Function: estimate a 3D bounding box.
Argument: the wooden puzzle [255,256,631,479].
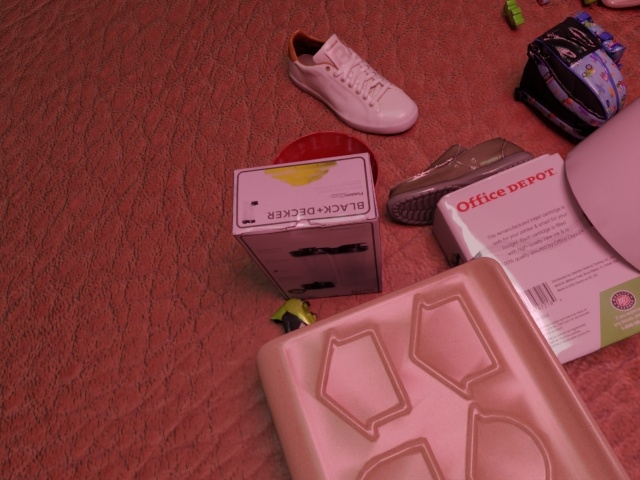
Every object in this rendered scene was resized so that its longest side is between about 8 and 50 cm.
[{"bbox_3d":[0.127,0.223,0.565,0.347,0.080,0.322,-22,65,-2],"label":"wooden puzzle"}]

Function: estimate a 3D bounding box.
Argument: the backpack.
[{"bbox_3d":[0.425,-0.257,0.754,0.116,0.158,0.173,-35,69,2],"label":"backpack"}]

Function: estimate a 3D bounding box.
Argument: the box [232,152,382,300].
[{"bbox_3d":[0.000,0.000,0.646,0.169,0.290,0.087,-7,67,7],"label":"box"}]

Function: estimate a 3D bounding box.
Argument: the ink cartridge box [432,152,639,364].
[{"bbox_3d":[0.314,0.037,0.674,0.198,0.115,0.273,-22,67,0],"label":"ink cartridge box"}]

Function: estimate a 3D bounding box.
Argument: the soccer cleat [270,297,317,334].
[{"bbox_3d":[-0.013,0.170,0.710,0.072,0.060,0.179,-39,60,3],"label":"soccer cleat"}]

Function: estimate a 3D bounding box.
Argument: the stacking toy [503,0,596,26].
[{"bbox_3d":[0.429,-0.531,0.928,0.166,0.052,0.221,-17,68,4],"label":"stacking toy"}]

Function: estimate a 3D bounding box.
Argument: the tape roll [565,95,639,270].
[{"bbox_3d":[0.483,-0.083,0.609,0.245,0.169,0.246,16,51,-21],"label":"tape roll"}]

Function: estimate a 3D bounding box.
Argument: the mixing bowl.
[{"bbox_3d":[0.010,-0.084,0.777,0.181,0.098,0.182,-4,59,6],"label":"mixing bowl"}]

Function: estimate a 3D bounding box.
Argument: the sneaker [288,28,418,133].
[{"bbox_3d":[0.049,-0.298,0.853,0.290,0.123,0.106,32,74,18],"label":"sneaker"}]

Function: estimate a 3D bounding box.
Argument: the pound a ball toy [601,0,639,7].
[{"bbox_3d":[0.607,-0.605,0.900,0.208,0.135,0.319,9,67,39],"label":"pound a ball toy"}]

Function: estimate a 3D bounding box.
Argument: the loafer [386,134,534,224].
[{"bbox_3d":[0.223,-0.103,0.770,0.250,0.094,0.088,-19,54,-4],"label":"loafer"}]
